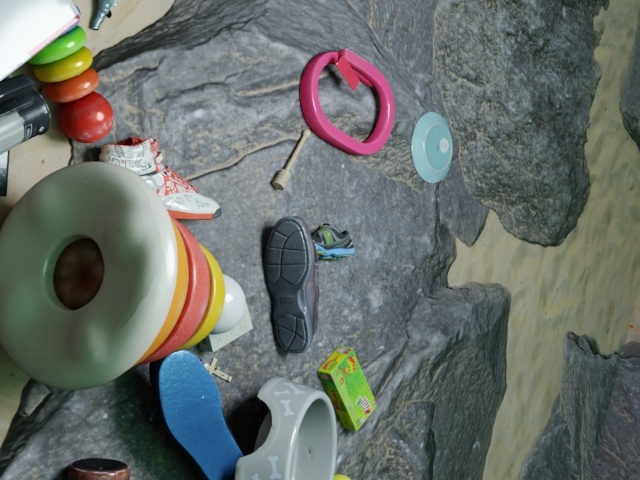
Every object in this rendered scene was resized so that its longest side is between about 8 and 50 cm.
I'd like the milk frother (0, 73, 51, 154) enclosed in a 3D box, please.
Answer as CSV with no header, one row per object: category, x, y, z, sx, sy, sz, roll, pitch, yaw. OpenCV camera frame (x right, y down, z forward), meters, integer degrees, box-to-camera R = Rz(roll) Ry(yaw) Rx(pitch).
milk frother,-0.507,-0.203,1.290,0.135,0.143,0.129,-45,154,-50

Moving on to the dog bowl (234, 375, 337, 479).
dog bowl,-0.059,0.456,1.748,0.349,0.102,0.349,3,90,-70

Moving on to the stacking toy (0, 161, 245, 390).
stacking toy,-0.286,0.083,1.475,0.480,0.350,0.351,23,75,-63

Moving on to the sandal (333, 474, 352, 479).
sandal,-0.012,0.681,1.904,0.138,0.126,0.317,19,70,-43

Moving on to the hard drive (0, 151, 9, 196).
hard drive,-0.533,-0.140,1.341,0.094,0.022,0.135,5,89,-48

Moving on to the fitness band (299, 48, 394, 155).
fitness band,0.064,-0.315,1.972,0.291,0.054,0.209,24,78,-45

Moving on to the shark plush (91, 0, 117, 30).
shark plush,-0.378,-0.449,1.495,0.067,0.073,0.161,12,105,-28

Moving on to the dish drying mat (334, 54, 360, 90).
dish drying mat,0.060,-0.375,1.914,0.083,0.008,0.032,50,61,-39

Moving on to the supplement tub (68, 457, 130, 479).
supplement tub,-0.389,0.483,1.477,0.106,0.106,0.198,8,86,-48

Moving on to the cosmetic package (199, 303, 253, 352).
cosmetic package,-0.194,0.173,1.720,0.115,0.041,0.060,-27,111,-44

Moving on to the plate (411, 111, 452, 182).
plate,0.303,-0.245,2.255,0.188,0.024,0.188,-2,93,-47

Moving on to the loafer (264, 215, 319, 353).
loafer,-0.052,0.088,1.844,0.095,0.109,0.302,-32,123,-63

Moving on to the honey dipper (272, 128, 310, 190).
honey dipper,-0.058,-0.179,1.858,0.030,0.030,0.161,48,57,-38

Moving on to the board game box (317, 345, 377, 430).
board game box,0.065,0.348,2.014,0.092,0.043,0.181,-45,124,-37

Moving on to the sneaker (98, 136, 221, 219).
sneaker,-0.286,-0.112,1.565,0.270,0.090,0.145,0,95,-45

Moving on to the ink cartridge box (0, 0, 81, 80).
ink cartridge box,-0.500,-0.295,1.187,0.197,0.273,0.114,-51,131,-33

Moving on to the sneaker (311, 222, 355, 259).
sneaker,0.000,0.000,1.919,0.188,0.067,0.078,5,68,-46

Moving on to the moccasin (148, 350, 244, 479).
moccasin,-0.253,0.343,1.618,0.137,0.117,0.342,-32,120,-30

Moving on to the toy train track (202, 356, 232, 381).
toy train track,-0.206,0.267,1.733,0.083,0.014,0.048,38,65,-43

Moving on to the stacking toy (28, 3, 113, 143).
stacking toy,-0.422,-0.311,1.383,0.141,0.141,0.330,-44,128,-37
